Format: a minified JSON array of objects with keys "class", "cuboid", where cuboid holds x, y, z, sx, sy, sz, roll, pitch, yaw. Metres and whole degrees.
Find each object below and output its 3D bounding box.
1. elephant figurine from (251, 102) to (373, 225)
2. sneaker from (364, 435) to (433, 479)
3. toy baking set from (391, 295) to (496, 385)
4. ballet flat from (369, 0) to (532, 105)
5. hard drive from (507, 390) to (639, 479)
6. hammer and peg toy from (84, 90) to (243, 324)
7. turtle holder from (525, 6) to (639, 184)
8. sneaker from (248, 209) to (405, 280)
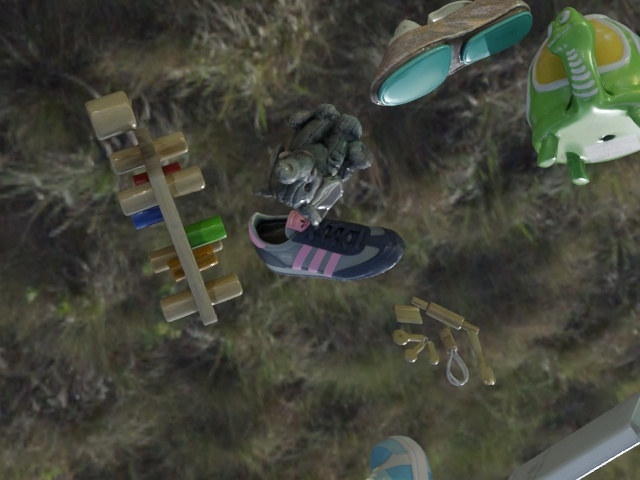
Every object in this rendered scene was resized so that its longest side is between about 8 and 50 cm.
[{"class":"elephant figurine","cuboid":[-0.035,-0.109,1.674,0.169,0.239,0.186,1,128,36]},{"class":"sneaker","cuboid":[0.068,0.402,1.563,0.208,0.319,0.127,5,109,-10]},{"class":"toy baking set","cuboid":[0.262,0.220,2.159,0.256,0.197,0.030,24,132,3]},{"class":"ballet flat","cuboid":[0.179,-0.301,1.541,0.316,0.106,0.108,-27,148,-25]},{"class":"hard drive","cuboid":[0.460,0.393,1.833,0.307,0.040,0.203,-40,173,26]},{"class":"hammer and peg toy","cuboid":[-0.238,-0.077,1.532,0.127,0.266,0.361,-20,115,-7]},{"class":"turtle holder","cuboid":[0.431,-0.245,1.649,0.320,0.228,0.243,6,158,-37]},{"class":"sneaker","cuboid":[0.000,0.000,1.913,0.318,0.112,0.131,-3,140,31]}]
